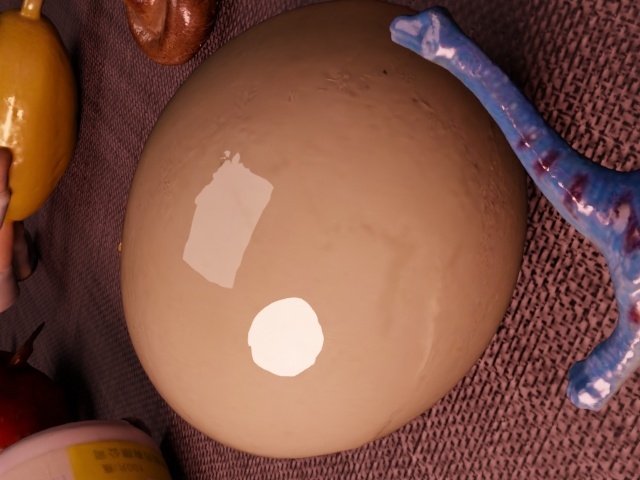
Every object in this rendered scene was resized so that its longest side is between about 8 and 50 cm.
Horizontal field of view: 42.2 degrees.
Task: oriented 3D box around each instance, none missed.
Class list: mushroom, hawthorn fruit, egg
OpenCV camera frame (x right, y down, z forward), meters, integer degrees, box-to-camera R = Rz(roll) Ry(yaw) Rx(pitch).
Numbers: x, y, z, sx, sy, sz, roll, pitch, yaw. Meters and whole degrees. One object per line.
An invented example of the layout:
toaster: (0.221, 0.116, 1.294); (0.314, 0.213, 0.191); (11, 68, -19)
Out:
mushroom: (-0.143, -0.229, 0.785); (0.109, 0.085, 0.126); (44, 141, -7)
hawthorn fruit: (-0.425, 0.247, 1.095); (0.254, 0.254, 0.300); (19, 79, 54)
egg: (0.000, 0.000, 0.465); (0.219, 0.219, 0.269); (55, 137, 39)

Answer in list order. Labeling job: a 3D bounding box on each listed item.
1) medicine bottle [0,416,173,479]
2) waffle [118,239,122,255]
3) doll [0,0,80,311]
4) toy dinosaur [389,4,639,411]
medicine bottle: (-0.193, 0.366, 0.748); (0.378, 0.214, 0.213); (58, 134, 37)
waffle: (-0.180, 0.036, 0.892); (0.097, 0.023, 0.152); (-58, 47, 40)
doll: (-0.424, -0.109, 1.142); (0.348, 0.161, 0.423); (175, 102, -72)
toy dinosaur: (0.172, 0.010, 0.300); (0.329, 0.076, 0.144); (19, 130, 25)
